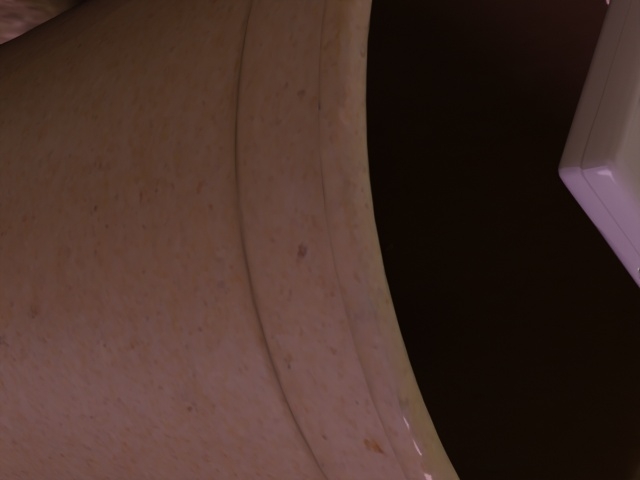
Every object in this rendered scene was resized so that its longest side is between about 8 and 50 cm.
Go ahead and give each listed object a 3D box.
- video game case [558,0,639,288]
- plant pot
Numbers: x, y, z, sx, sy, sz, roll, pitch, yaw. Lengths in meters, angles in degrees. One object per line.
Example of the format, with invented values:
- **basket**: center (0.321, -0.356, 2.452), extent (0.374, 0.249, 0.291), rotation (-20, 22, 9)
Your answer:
- **video game case**: center (0.163, -0.047, 0.630), extent (0.023, 0.212, 0.193), rotation (-7, 139, 37)
- **plant pot**: center (0.000, 0.000, 0.693), extent (0.305, 0.333, 0.334), rotation (-10, 152, 40)
